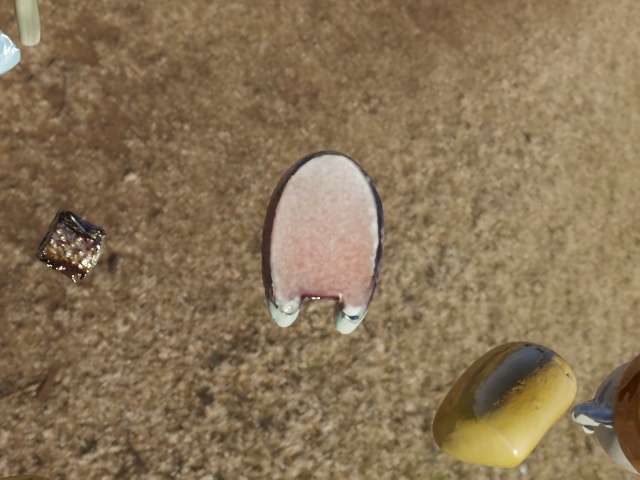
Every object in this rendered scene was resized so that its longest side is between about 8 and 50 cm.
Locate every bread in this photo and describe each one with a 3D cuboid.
[{"bbox_3d":[0.242,0.206,1.332,0.217,0.147,0.098,-36,120,-48],"label":"bread"}]

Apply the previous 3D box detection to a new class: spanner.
[{"bbox_3d":[-0.357,-0.329,1.217,0.040,0.325,0.096,-1,82,-14],"label":"spanner"}]

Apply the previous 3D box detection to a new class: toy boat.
[{"bbox_3d":[0.000,0.000,1.261,0.155,0.085,0.227,7,81,-13],"label":"toy boat"}]

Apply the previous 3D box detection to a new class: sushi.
[{"bbox_3d":[-0.363,0.001,1.483,0.084,0.098,0.094,33,11,-19],"label":"sushi"}]

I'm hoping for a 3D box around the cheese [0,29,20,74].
[{"bbox_3d":[-0.280,-0.185,0.599,0.052,0.135,0.245,50,-18,48],"label":"cheese"}]

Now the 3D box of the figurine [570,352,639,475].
[{"bbox_3d":[0.279,0.129,0.790,0.143,0.143,0.271,45,-1,-11],"label":"figurine"}]

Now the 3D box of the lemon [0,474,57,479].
[{"bbox_3d":[-0.296,0.376,1.027,0.284,0.260,0.260,26,35,-3],"label":"lemon"}]
